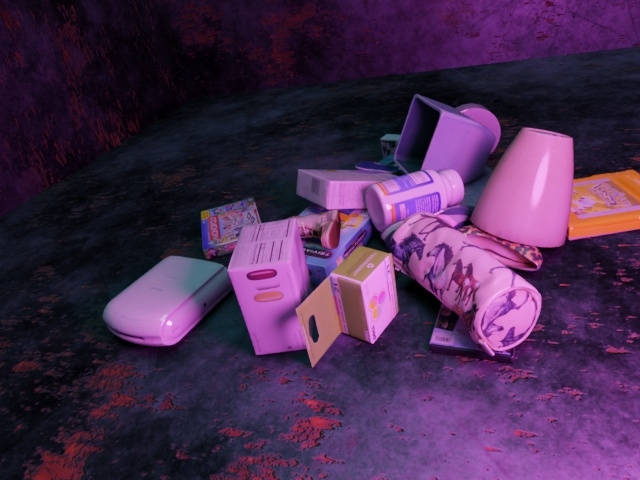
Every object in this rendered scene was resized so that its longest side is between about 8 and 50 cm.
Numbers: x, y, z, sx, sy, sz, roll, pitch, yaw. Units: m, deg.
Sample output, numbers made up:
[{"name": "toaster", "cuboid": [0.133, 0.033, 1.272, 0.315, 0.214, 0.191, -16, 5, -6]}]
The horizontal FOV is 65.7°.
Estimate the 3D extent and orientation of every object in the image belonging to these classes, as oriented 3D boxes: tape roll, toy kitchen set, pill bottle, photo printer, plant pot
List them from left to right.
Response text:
[{"name": "photo printer", "cuboid": [-0.438, 0.171, 1.406, 0.256, 0.107, 0.307, 8, 36, 31]}, {"name": "toy kitchen set", "cuboid": [0.317, -0.338, 1.920, 0.207, 0.166, 0.122, 18, 42, 41]}, {"name": "pill bottle", "cuboid": [0.289, -0.131, 1.510, 0.272, 0.152, 0.152, -16, 30, -13]}, {"name": "plant pot", "cuboid": [0.431, -0.321, 1.674, 0.253, 0.247, 0.247, 9, 26, -16]}, {"name": "tape roll", "cuboid": [0.565, -0.405, 1.889, 0.219, 0.219, 0.072, -10, 30, 5]}, {"name": "plant pot", "cuboid": [0.569, -0.157, 1.342, 0.257, 0.273, 0.256, 8, 20, -3]}]

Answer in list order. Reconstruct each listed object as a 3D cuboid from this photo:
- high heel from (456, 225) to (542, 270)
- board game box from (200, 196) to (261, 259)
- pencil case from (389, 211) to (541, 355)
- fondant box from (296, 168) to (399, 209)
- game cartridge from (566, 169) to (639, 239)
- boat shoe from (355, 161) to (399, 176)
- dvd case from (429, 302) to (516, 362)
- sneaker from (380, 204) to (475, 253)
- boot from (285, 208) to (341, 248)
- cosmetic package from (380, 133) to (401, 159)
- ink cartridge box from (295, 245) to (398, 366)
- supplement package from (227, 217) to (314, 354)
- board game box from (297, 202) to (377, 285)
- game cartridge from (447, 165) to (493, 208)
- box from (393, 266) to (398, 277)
[{"name": "high heel", "cuboid": [0.441, 0.035, 1.319, 0.262, 0.093, 0.186, -7, 27, -3]}, {"name": "board game box", "cuboid": [-0.322, -0.052, 1.799, 0.214, 0.046, 0.317, -16, 30, -7]}, {"name": "pencil case", "cuboid": [0.320, 0.087, 1.167, 0.183, 0.160, 0.410, -51, 34, 7]}, {"name": "fondant box", "cuboid": [0.115, -0.177, 1.673, 0.331, 0.096, 0.238, -2, 17, -28]}, {"name": "game cartridge", "cuboid": [0.836, -0.115, 1.467, 0.324, 0.052, 0.285, -11, 30, 5]}, {"name": "boat shoe", "cuboid": [0.217, -0.258, 1.921, 0.183, 0.066, 0.066, 17, 43, 32]}, {"name": "dvd case", "cuboid": [0.372, 0.181, 1.171, 0.181, 0.022, 0.253, 4, 34, 24]}, {"name": "sneaker", "cuboid": [0.340, -0.009, 1.454, 0.319, 0.112, 0.131, -16, 58, -15]}, {"name": "boot", "cuboid": [-0.028, -0.027, 1.456, 0.165, 0.077, 0.213, -6, 24, 9]}, {"name": "cosmetic package", "cuboid": [0.367, -0.376, 2.037, 0.239, 0.098, 0.060, 11, 40, 36]}, {"name": "ink cartridge box", "cuboid": [0.072, 0.162, 1.151, 0.097, 0.188, 0.255, 14, 41, 35]}, {"name": "supplement package", "cuboid": [-0.110, 0.113, 1.225, 0.145, 0.261, 0.204, -9, 31, 7]}, {"name": "board game box", "cuboid": [0.000, 0.000, 1.558, 0.254, 0.079, 0.336, 8, 36, 32]}, {"name": "game cartridge", "cuboid": [0.498, -0.179, 1.695, 0.230, 0.068, 0.355, -16, 30, 1]}, {"name": "box", "cuboid": [0.137, 0.095, 1.396, 0.137, 0.027, 0.094, 15, 39, 39]}]
